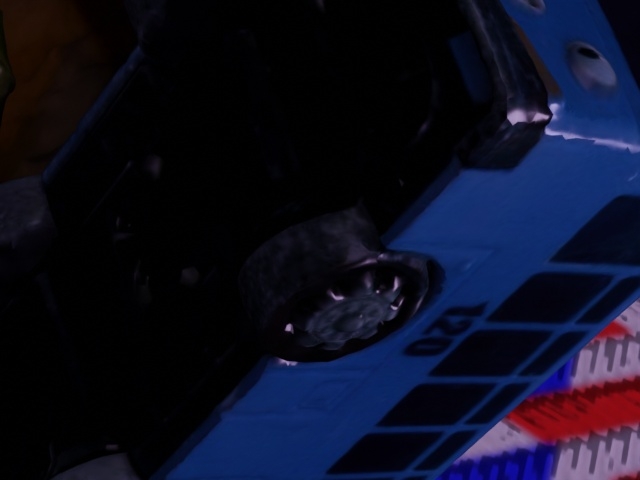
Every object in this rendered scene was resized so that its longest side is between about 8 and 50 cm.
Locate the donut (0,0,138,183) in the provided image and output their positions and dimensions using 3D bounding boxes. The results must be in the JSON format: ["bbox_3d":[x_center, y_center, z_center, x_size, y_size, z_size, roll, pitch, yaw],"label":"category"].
[{"bbox_3d":[-0.066,-0.067,0.452,0.217,0.141,0.085,19,31,-48],"label":"donut"}]

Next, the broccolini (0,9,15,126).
[{"bbox_3d":[-0.089,0.046,0.371,0.054,0.052,0.194,8,66,-2],"label":"broccolini"}]

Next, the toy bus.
[{"bbox_3d":[0.000,0.000,0.405,0.106,0.185,0.090,5,52,-38],"label":"toy bus"}]
